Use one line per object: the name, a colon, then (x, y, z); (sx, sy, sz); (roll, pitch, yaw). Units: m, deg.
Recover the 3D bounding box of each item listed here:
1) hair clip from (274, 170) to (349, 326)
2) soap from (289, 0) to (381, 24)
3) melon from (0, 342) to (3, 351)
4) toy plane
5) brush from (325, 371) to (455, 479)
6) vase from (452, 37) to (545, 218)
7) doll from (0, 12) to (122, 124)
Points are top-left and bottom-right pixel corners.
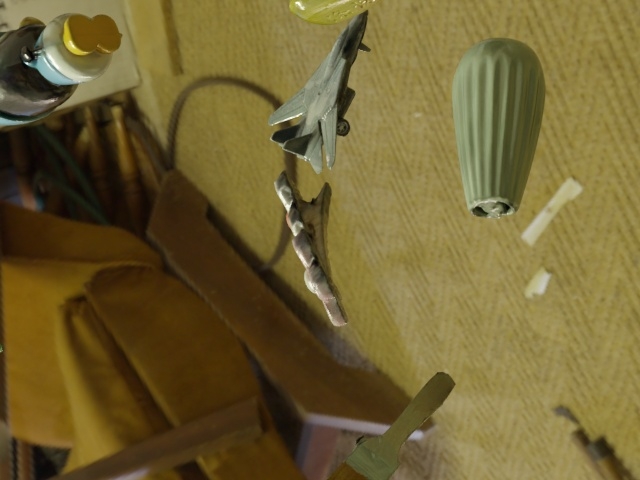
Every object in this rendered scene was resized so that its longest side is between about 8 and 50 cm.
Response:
hair clip: (-0.007, 0.003, 1.337); (0.146, 0.075, 0.257); (68, -170, -53)
soap: (0.031, -0.284, 1.064); (0.140, 0.089, 0.045); (-21, 82, 34)
melon: (-0.481, 0.045, 1.250); (0.114, 0.053, 0.261); (7, 130, 29)
toy plane: (0.023, -0.252, 1.529); (0.212, 0.088, 0.267); (40, 101, 48)
brush: (0.130, 0.323, 1.555); (0.085, 0.336, 0.020); (35, 137, 20)
vase: (0.241, -0.150, 1.279); (0.128, 0.128, 0.248); (-31, 47, 57)
doll: (-0.429, -0.257, 1.389); (0.314, 0.177, 0.141); (-16, 92, 37)
